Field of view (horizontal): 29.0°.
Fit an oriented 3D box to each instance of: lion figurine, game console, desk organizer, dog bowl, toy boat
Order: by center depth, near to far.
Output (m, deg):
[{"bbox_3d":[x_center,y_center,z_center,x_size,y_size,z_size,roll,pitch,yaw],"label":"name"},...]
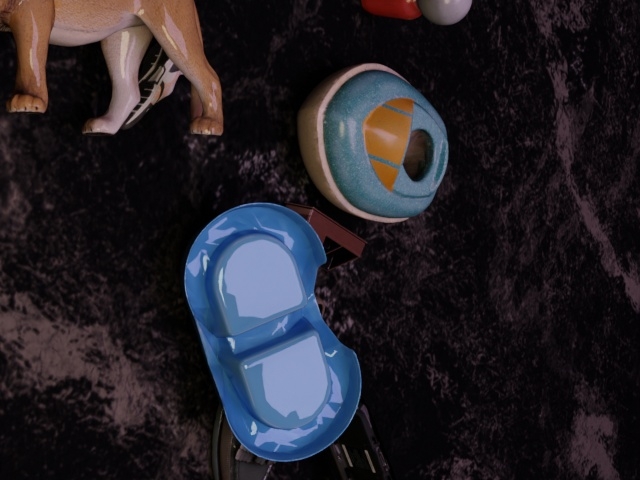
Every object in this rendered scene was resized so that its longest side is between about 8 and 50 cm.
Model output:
[{"bbox_3d":[-0.222,-0.223,1.123,0.392,0.142,0.240,4,86,-59],"label":"lion figurine"},{"bbox_3d":[-0.063,0.099,1.389,0.166,0.074,0.297,-22,105,-19],"label":"dog bowl"},{"bbox_3d":[0.094,-0.182,1.542,0.267,0.148,0.318,14,86,-53],"label":"toy boat"},{"bbox_3d":[0.000,0.000,1.543,0.130,0.047,0.050,32,75,-51],"label":"desk organizer"},{"bbox_3d":[0.085,0.344,1.612,0.044,0.213,0.361,-39,116,-42],"label":"game console"}]

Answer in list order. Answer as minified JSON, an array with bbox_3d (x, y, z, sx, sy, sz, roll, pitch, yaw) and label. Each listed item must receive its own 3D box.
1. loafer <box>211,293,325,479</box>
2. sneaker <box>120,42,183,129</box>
[{"bbox_3d":[-0.060,0.182,1.470,0.096,0.084,0.267,15,86,-54],"label":"loafer"},{"bbox_3d":[-0.175,-0.154,1.280,0.109,0.040,0.043,-57,147,-22],"label":"sneaker"}]
